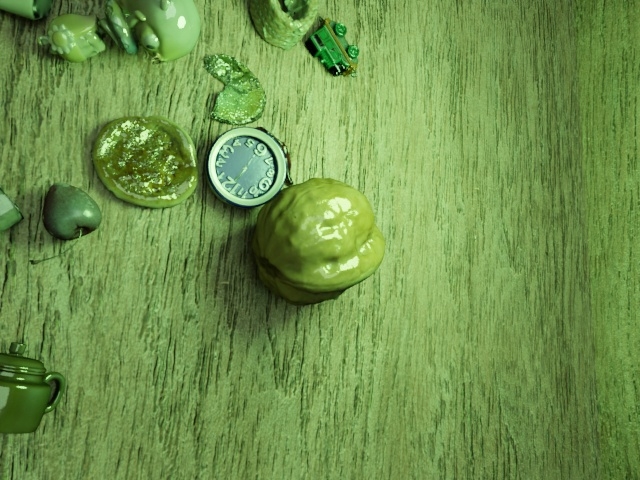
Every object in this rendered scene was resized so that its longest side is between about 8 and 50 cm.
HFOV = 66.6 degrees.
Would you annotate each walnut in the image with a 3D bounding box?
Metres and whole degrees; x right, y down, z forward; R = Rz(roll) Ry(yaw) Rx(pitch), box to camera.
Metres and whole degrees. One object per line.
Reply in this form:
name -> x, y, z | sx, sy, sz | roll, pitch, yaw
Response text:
walnut -> -0.009, -0.001, 1.369 | 0.383, 0.383, 0.384 | 5, 80, -28

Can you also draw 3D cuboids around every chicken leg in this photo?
chicken leg -> -0.140, -0.264, 1.499 | 0.205, 0.053, 0.093 | 41, 89, -10

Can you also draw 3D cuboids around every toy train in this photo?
toy train -> 0.040, -0.638, 1.633 | 0.136, 0.091, 0.228 | -35, 101, -17

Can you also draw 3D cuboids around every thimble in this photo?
thimble -> -0.115, -0.742, 1.529 | 0.196, 0.148, 0.229 | 12, 75, -26

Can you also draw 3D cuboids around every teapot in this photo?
teapot -> -0.669, 0.311, 1.052 | 0.267, 0.185, 0.175 | 41, 58, -59

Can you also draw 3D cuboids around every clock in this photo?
clock -> -0.217, -0.209, 1.409 | 0.230, 0.083, 0.230 | -1, 93, -21

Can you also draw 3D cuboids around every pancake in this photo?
pancake -> -0.465, -0.213, 1.316 | 0.282, 0.049, 0.282 | 4, 80, -25

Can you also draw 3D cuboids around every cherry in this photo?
cherry -> -0.630, -0.055, 1.165 | 0.188, 0.115, 0.148 | -27, 115, -24

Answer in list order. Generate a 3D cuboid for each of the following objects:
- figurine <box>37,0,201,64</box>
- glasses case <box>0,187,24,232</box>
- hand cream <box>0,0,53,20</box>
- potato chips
figurine -> -0.517, -0.568, 1.243 | 0.394, 0.226, 0.275 | -20, 93, -6
glasses case -> -0.830, -0.009, 1.076 | 0.299, 0.060, 0.114 | -42, 103, -27
hand cream -> -0.839, -0.646, 1.154 | 0.358, 0.118, 0.186 | 17, 78, -18
potato chips -> -0.264, -0.456, 1.476 | 0.202, 0.029, 0.220 | -21, 95, -30
